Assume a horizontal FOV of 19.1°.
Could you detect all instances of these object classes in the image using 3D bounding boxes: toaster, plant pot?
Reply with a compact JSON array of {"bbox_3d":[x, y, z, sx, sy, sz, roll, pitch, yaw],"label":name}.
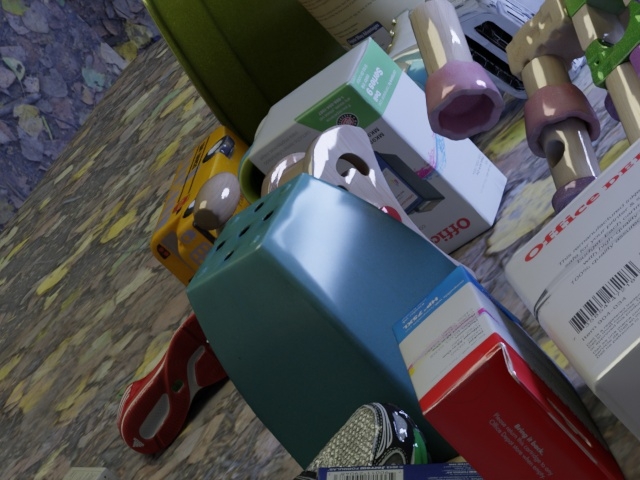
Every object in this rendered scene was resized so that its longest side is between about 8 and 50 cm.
[{"bbox_3d":[0.210,-0.253,2.039,0.129,0.227,0.146,-20,46,48],"label":"toaster"},{"bbox_3d":[0.014,0.072,1.616,0.165,0.234,0.165,-31,21,42],"label":"plant pot"},{"bbox_3d":[-0.049,-0.371,2.796,0.353,0.366,0.366,-31,17,6],"label":"plant pot"}]

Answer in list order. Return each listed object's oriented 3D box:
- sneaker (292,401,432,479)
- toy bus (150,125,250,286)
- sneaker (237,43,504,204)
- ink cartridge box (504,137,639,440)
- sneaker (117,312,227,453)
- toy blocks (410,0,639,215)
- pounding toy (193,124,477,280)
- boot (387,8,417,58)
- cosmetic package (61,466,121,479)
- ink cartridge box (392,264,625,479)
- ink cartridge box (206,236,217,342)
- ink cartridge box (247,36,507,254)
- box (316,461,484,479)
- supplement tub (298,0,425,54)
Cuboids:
[{"bbox_3d":[-0.043,0.254,1.461,0.343,0.146,0.134,-50,16,-19],"label":"sneaker"},{"bbox_3d":[-0.141,-0.039,2.536,0.130,0.108,0.332,-40,16,21],"label":"toy bus"},{"bbox_3d":[0.051,-0.108,2.097,0.319,0.127,0.208,-23,16,24],"label":"sneaker"},{"bbox_3d":[0.258,0.028,1.322,0.198,0.115,0.273,-43,16,6],"label":"ink cartridge box"},{"bbox_3d":[-0.163,0.139,2.183,0.221,0.087,0.128,-47,17,-11],"label":"sneaker"},{"bbox_3d":[0.285,-0.140,1.597,0.288,0.309,0.260,-48,44,37],"label":"toy blocks"},{"bbox_3d":[0.000,0.000,1.781,0.155,0.269,0.154,-31,30,42],"label":"pounding toy"},{"bbox_3d":[0.086,-0.206,2.326,0.213,0.077,0.165,-17,34,14],"label":"boot"},{"bbox_3d":[-0.263,0.288,2.136,0.060,0.041,0.115,-51,16,-20],"label":"cosmetic package"},{"bbox_3d":[0.133,0.119,1.371,0.078,0.134,0.231,-42,15,8],"label":"ink cartridge box"},{"bbox_3d":[-0.028,0.021,2.089,0.206,0.045,0.208,-18,22,11],"label":"ink cartridge box"},{"bbox_3d":[0.059,-0.073,1.918,0.154,0.212,0.093,-33,23,35],"label":"ink cartridge box"},{"bbox_3d":[0.061,0.226,1.332,0.136,0.036,0.225,-2,22,4],"label":"box"},{"bbox_3d":[0.068,-0.373,2.465,0.228,0.316,0.228,-41,16,15],"label":"supplement tub"}]
